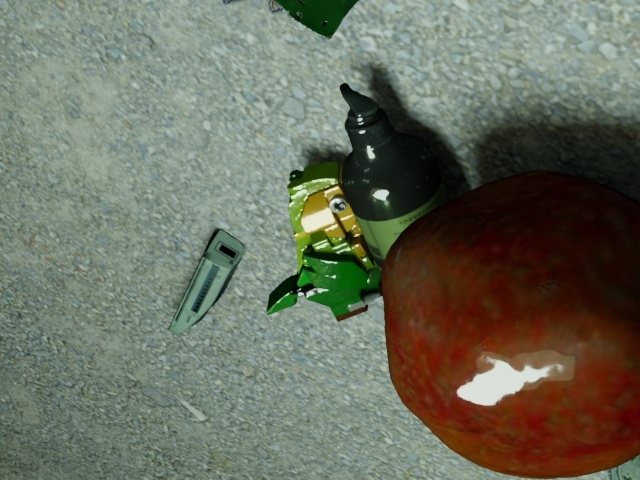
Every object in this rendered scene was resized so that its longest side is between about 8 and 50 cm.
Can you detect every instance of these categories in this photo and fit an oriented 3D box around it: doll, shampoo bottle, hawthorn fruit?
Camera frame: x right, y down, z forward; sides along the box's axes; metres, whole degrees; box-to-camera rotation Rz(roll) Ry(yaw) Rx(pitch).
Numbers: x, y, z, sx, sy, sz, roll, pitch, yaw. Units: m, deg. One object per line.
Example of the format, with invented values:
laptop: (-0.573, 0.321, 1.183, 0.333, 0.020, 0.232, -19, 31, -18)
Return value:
doll: (0.009, 0.001, 1.397, 0.134, 0.106, 0.186, 5, 121, 3)
shampoo bottle: (0.085, -0.036, 1.303, 0.101, 0.101, 0.284, 5, 135, 36)
hawthorn fruit: (0.223, 0.072, 1.170, 0.324, 0.308, 0.308, -21, 122, 17)

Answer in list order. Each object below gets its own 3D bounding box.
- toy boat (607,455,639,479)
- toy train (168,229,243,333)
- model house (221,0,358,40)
toy boat: (0.402, 0.231, 1.358, 0.141, 0.092, 0.319, 33, 146, 6)
toy train: (-0.159, 0.073, 1.680, 0.048, 0.055, 0.252, 27, 146, -4)
model house: (-0.034, -0.256, 1.155, 0.167, 0.117, 0.088, 36, 162, -3)
